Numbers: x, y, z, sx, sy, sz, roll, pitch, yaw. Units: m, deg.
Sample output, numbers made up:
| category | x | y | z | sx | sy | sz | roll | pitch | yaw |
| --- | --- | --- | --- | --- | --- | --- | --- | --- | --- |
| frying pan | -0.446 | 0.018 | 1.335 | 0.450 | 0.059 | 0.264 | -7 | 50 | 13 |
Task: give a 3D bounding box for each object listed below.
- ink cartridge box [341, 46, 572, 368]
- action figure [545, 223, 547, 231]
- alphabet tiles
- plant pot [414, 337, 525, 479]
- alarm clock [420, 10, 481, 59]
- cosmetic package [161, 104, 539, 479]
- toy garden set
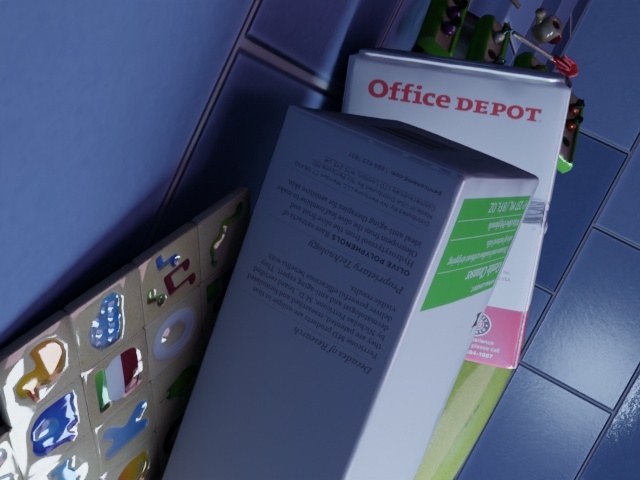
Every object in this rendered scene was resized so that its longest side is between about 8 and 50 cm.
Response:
| category | x | y | z | sx | sy | sz | roll | pitch | yaw |
| --- | --- | --- | --- | --- | --- | --- | --- | --- | --- |
| ink cartridge box | 0.122 | -0.038 | 0.870 | 0.117 | 0.207 | 0.283 | -45 | 145 | -68 |
| action figure | 0.205 | -0.116 | 1.279 | 0.370 | 0.248 | 0.276 | -73 | 158 | -65 |
| alphabet tiles | -0.130 | 0.125 | 0.662 | 0.342 | 0.011 | 0.285 | -40 | 146 | -39 |
| plant pot | 0.101 | 0.180 | 1.071 | 0.293 | 0.275 | 0.275 | -45 | 166 | 0 |
| alarm clock | 0.153 | -0.218 | 1.069 | 0.129 | 0.064 | 0.192 | -61 | 174 | 21 |
| cosmetic package | 0.019 | 0.089 | 0.715 | 0.197 | 0.155 | 0.366 | -9 | 121 | -60 |
| toy garden set | 0.238 | -0.231 | 1.024 | 0.049 | 0.244 | 0.204 | -28 | -147 | 48 |
